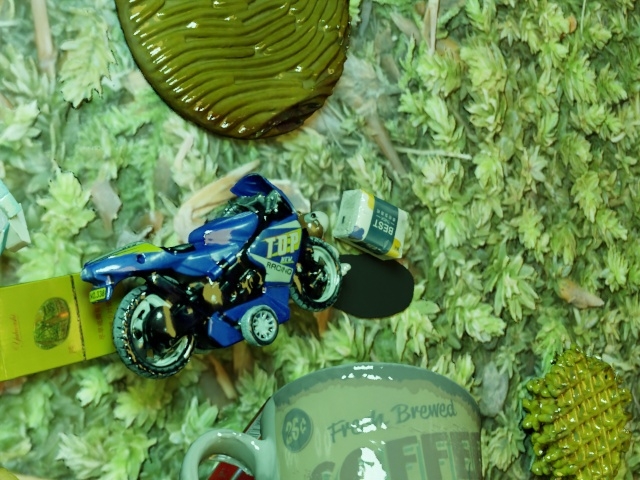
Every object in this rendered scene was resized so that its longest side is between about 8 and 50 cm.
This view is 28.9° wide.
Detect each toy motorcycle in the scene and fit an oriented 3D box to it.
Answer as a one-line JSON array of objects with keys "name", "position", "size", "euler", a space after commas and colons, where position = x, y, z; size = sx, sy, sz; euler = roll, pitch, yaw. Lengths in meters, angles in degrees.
[{"name": "toy motorcycle", "position": [-0.100, 0.028, 1.268], "size": [0.315, 0.113, 0.169], "euler": [-20, 97, -43]}]

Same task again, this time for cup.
[{"name": "cup", "position": [0.014, 0.270, 1.172], "size": [0.301, 0.227, 0.257], "euler": [10, 47, -11]}]

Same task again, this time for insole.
[{"name": "insole", "position": [0.028, 0.047, 1.451], "size": [0.232, 0.003, 0.080], "euler": [12, 78, -41]}]

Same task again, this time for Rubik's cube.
[{"name": "Rubik's cube", "position": [-0.300, -0.019, 1.113], "size": [0.073, 0.084, 0.075], "euler": [-45, 132, -30]}]

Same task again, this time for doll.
[{"name": "doll", "position": [-0.002, 0.004, 1.401], "size": [0.058, 0.040, 0.085], "euler": [-15, 86, -55]}]

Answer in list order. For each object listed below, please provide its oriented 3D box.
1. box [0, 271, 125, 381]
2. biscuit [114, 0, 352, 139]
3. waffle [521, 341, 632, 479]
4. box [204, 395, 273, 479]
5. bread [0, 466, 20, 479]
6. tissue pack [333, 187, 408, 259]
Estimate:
[{"name": "box", "position": [-0.253, 0.078, 1.184], "size": [0.155, 0.023, 0.087], "euler": [-11, 97, -42]}, {"name": "biscuit", "position": [-0.085, -0.268, 1.352], "size": [0.318, 0.040, 0.318], "euler": [5, 82, -42]}, {"name": "waffle", "position": [0.349, 0.241, 1.682], "size": [0.193, 0.070, 0.197], "euler": [27, 66, -37]}, {"name": "box", "position": [-0.060, 0.265, 1.324], "size": [0.175, 0.048, 0.112], "euler": [-52, 119, -32]}, {"name": "bread", "position": [-0.338, 0.335, 0.977], "size": [0.149, 0.195, 0.344], "euler": [47, 56, -5]}, {"name": "tissue pack", "position": [0.061, -0.019, 1.460], "size": [0.083, 0.042, 0.062], "euler": [27, 66, -36]}]
